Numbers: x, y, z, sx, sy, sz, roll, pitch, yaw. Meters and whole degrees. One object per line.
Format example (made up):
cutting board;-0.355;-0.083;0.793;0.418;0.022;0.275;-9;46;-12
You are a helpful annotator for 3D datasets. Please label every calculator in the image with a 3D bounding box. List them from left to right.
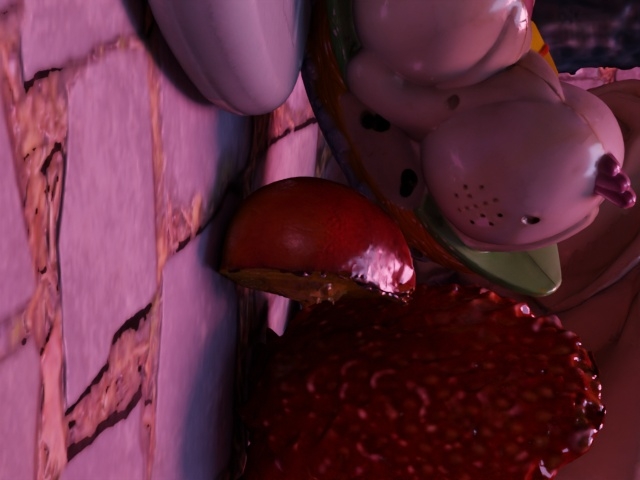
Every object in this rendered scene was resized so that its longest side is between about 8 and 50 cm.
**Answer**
calculator;-0.032;-0.154;0.671;0.295;0.042;0.184;63;33;-74

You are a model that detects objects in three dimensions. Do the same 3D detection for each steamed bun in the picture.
steamed bun;0.174;0.038;1.107;0.342;0.367;0.255;-55;138;-22

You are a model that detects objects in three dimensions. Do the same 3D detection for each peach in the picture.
peach;-0.001;0.000;0.788;0.098;0.098;0.061;45;48;-77

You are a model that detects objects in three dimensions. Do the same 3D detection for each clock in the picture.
clock;0.069;-0.075;0.815;0.103;0.144;0.231;-39;104;-38

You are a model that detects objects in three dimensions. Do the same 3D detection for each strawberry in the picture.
strawberry;0.034;0.068;0.823;0.087;0.208;0.167;35;44;-32

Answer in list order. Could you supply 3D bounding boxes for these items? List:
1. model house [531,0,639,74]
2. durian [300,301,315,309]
model house;0.102;-0.242;0.856;0.291;0.253;0.184;75;23;-47
durian;0.027;0.176;1.006;0.186;0.153;0.260;-51;145;-28
